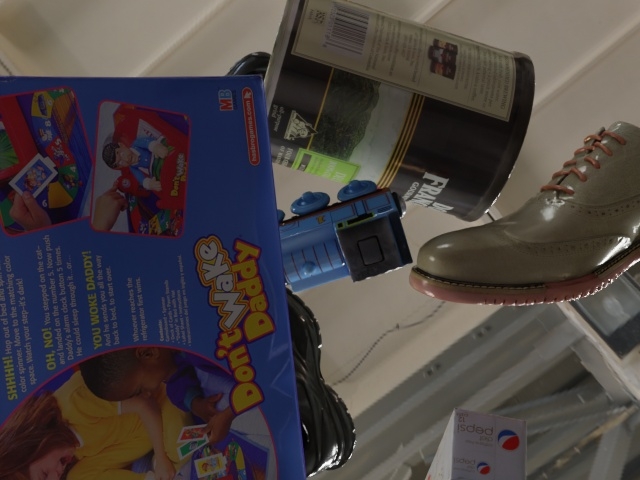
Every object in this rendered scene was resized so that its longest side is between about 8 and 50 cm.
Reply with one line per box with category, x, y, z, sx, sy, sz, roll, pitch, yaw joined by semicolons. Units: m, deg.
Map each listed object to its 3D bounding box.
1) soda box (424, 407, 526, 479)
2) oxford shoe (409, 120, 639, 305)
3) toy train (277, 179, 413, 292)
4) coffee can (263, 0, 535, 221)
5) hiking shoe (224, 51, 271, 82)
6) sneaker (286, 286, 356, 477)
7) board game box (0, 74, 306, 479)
soda box;0.144;0.251;0.739;0.069;0.074;0.216;9;-39;5
oxford shoe;0.258;-0.040;0.741;0.396;0.140;0.147;-16;-70;-23
toy train;0.000;0.000;0.737;0.184;0.105;0.080;-17;-64;4
coffee can;0.072;-0.154;0.849;0.275;0.201;0.202;16;-79;-7
hiking shoe;-0.092;-0.129;0.973;0.086;0.114;0.227;-1;-54;-38
sneaker;-0.053;0.177;0.983;0.109;0.130;0.286;-34;-104;27
board game box;-0.134;0.080;0.449;0.233;0.078;0.347;-7;-87;-32
